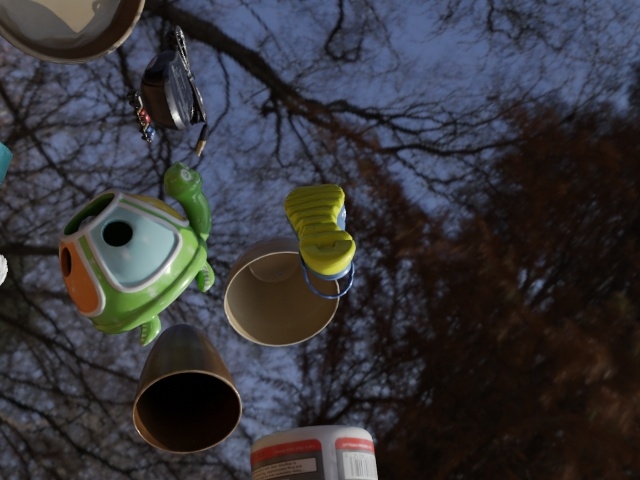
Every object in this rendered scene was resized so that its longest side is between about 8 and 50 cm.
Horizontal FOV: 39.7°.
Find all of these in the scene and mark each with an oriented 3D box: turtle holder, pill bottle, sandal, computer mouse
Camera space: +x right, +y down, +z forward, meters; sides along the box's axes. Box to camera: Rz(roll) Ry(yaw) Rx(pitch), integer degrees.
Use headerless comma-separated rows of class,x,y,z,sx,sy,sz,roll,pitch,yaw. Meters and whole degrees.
turtle holder,-0.326,0.013,1.621,0.227,0.320,0.243,54,0,-25
pill bottle,0.001,0.497,1.431,0.210,0.210,0.363,-38,-128,52
sandal,0.000,0.000,1.725,0.126,0.317,0.138,-7,-55,1
computer mouse,-0.221,-0.199,1.334,0.060,0.262,0.184,-12,-59,3

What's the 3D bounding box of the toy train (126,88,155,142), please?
toy train,-0.431,-0.300,2.140,0.036,0.027,0.158,3,-43,13

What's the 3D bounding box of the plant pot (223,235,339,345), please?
plant pot,-0.109,0.099,2.244,0.191,0.284,0.284,-108,-171,-58

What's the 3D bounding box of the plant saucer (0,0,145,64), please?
plant saucer,-0.386,-0.399,1.300,0.041,0.278,0.278,10,-55,49

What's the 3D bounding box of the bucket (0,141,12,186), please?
bucket,-0.711,-0.129,1.604,0.281,0.183,0.281,20,-14,5

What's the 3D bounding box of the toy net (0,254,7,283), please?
toy net,-0.597,0.076,1.365,0.045,0.232,0.122,-8,-66,48

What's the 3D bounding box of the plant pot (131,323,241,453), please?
plant pot,-0.282,0.284,1.845,0.230,0.215,0.215,-109,-170,-58
